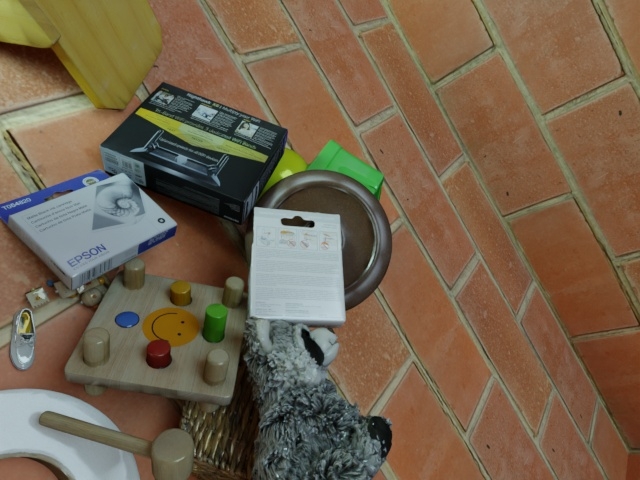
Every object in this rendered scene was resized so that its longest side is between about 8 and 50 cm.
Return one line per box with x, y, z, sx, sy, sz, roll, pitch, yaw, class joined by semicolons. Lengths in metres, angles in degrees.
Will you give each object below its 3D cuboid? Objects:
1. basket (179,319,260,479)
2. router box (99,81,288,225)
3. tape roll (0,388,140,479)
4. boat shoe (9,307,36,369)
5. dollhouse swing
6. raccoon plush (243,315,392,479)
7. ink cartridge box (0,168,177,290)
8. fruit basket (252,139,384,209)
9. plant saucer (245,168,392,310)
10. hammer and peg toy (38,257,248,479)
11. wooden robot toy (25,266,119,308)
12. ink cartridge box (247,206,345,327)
-0.162;0.336;0.985;0.214;0.223;0.299;19;53;1;basket
-0.255;-0.191;1.027;0.309;0.081;0.243;22;52;3;router box
-0.454;0.411;0.682;0.392;0.072;0.392;19;61;-38;tape roll
-0.482;0.159;0.791;0.035;0.035;0.100;9;66;-42;boat shoe
-0.547;-0.475;0.990;0.315;0.305;0.346;10;57;5;dollhouse swing
-0.092;0.320;0.745;0.299;0.216;0.446;40;50;7;raccoon plush
-0.415;-0.044;0.868;0.224;0.045;0.223;39;42;12;ink cartridge box
-0.062;-0.090;1.205;0.392;0.283;0.392;2;45;-2;fruit basket
0.000;0.000;1.000;0.311;0.050;0.310;1;83;-5;plant saucer
-0.265;0.183;0.788;0.266;0.127;0.361;12;33;-7;hammer and peg toy
-0.419;0.089;0.863;0.173;0.076;0.079;-32;106;-46;wooden robot toy
-0.047;0.053;0.935;0.181;0.056;0.224;5;63;-15;ink cartridge box
